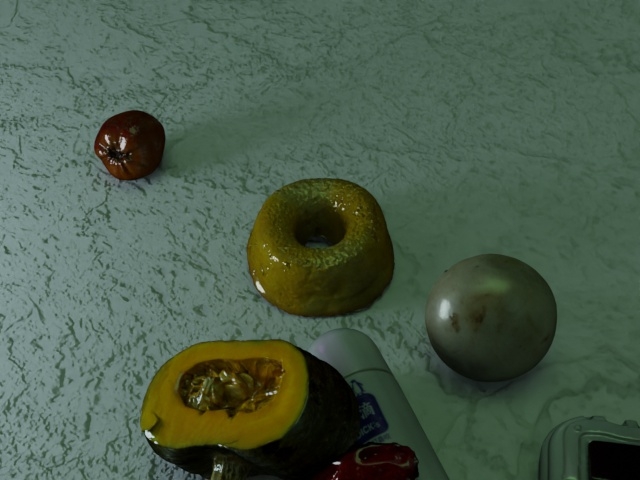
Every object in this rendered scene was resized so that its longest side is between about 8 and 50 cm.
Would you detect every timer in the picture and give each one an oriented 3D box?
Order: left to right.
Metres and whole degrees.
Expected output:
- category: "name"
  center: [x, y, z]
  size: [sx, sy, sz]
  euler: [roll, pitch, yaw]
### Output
- category: "timer"
  center: [0.440, 0.356, 1.593]
  size: [0.262, 0.087, 0.237]
  euler: [6, 45, 7]

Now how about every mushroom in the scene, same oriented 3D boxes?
- category: "mushroom"
  center: [0.272, 0.114, 1.788]
  size: [0.207, 0.207, 0.215]
  euler: [8, 15, 9]

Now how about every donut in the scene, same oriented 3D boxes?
- category: "donut"
  center: [-0.001, -0.002, 1.951]
  size: [0.278, 0.108, 0.277]
  euler: [-1, 44, 1]

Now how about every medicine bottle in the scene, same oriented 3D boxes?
- category: "medicine bottle"
  center: [0.075, 0.271, 1.659]
  size: [0.130, 0.130, 0.341]
  euler: [-15, 46, -13]

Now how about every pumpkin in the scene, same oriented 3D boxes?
- category: "pumpkin"
  center: [-0.109, 0.264, 1.605]
  size: [0.317, 0.139, 0.221]
  euler: [-1, 56, 28]

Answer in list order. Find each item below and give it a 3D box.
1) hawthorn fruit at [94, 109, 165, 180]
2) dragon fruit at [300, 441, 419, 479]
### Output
- category: "hawthorn fruit"
  center: [-0.360, -0.185, 2.140]
  size: [0.133, 0.132, 0.138]
  euler: [14, 31, 15]
- category: "dragon fruit"
  center: [0.027, 0.445, 1.469]
  size: [0.282, 0.100, 0.343]
  euler: [-9, 69, 19]
